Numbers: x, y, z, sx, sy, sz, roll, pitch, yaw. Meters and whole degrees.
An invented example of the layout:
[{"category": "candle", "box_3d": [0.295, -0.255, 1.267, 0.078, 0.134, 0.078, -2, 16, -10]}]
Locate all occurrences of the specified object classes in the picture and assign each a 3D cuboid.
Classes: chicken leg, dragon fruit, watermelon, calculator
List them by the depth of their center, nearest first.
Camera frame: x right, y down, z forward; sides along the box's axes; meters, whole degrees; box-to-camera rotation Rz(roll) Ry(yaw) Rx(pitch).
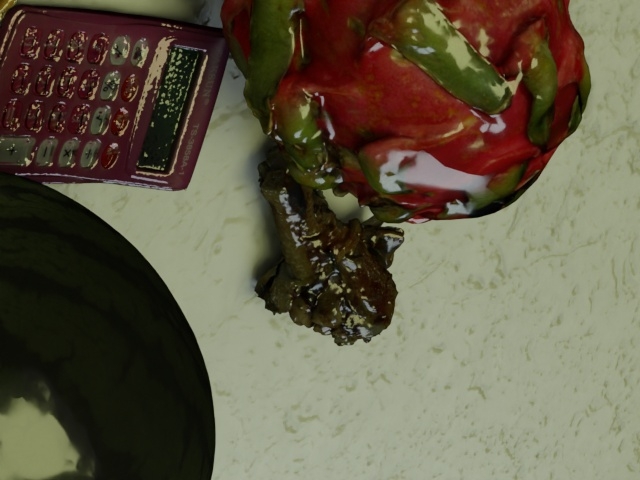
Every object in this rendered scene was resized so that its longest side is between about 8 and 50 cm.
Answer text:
[{"category": "watermelon", "box_3d": [-0.212, 0.100, 1.090, 0.279, 0.279, 0.359, -46, 137, -12]}, {"category": "calculator", "box_3d": [-0.148, -0.097, 1.215, 0.190, 0.034, 0.127, 2, 116, -41]}, {"category": "dragon fruit", "box_3d": [0.056, -0.148, 1.240, 0.303, 0.237, 0.231, 47, 36, -38]}, {"category": "chicken leg", "box_3d": [-0.004, 0.007, 1.416, 0.196, 0.080, 0.125, 38, 77, -45]}]

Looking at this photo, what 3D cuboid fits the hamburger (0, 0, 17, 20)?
[{"category": "hamburger", "box_3d": [-0.245, -0.183, 0.986, 0.213, 0.108, 0.214, -27, 135, -30]}]
